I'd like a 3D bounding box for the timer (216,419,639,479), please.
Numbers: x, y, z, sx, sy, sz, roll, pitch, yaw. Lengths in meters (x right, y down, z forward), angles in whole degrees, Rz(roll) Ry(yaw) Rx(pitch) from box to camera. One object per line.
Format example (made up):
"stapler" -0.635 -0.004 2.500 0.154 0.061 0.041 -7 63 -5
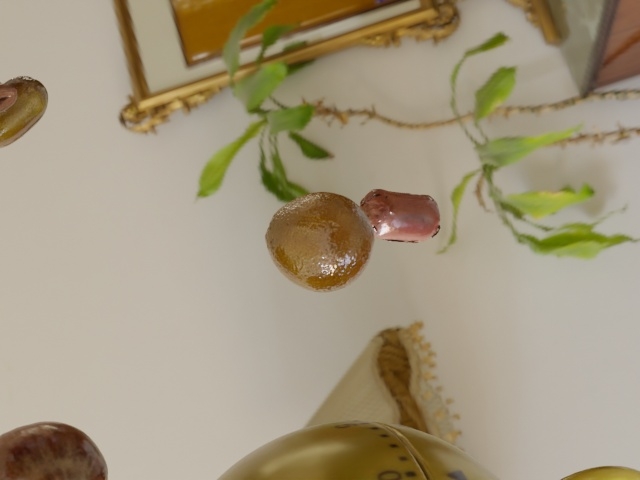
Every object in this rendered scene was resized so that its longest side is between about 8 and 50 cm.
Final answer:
"timer" 0.069 0.321 0.736 0.376 0.387 0.376 -173 90 -67

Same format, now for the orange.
"orange" 0.000 0.000 0.689 0.085 0.085 0.085 -18 -90 -85

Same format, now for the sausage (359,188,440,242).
"sausage" 0.118 -0.035 1.310 0.076 0.141 0.076 -13 74 55

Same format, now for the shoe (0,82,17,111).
"shoe" -0.391 -0.151 0.992 0.109 0.069 0.072 -43 -44 -63

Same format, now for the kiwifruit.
"kiwifruit" -0.421 -0.171 1.205 0.124 0.075 0.075 -49 -46 -33

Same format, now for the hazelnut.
"hazelnut" -0.194 0.170 0.633 0.086 0.086 0.086 -18 -90 -85
